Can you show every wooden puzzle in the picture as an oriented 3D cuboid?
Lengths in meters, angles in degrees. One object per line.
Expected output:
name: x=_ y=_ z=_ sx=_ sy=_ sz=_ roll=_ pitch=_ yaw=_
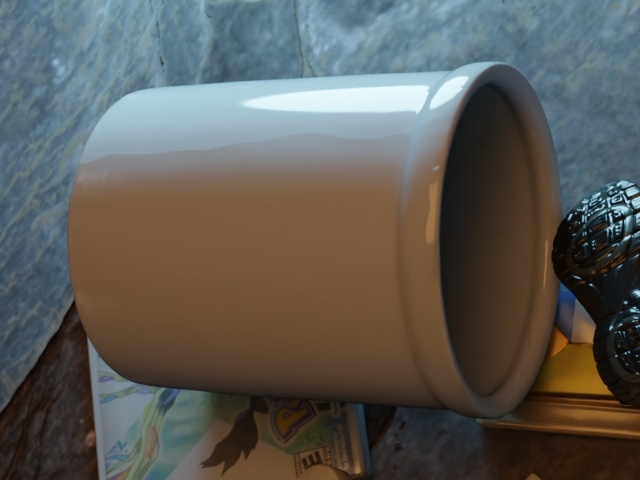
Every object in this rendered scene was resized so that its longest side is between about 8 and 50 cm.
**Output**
wooden puzzle: x=0.275 y=0.084 z=1.787 sx=0.239 sy=0.044 sz=0.221 roll=1 pitch=72 yaw=23

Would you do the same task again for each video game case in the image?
video game case: x=-0.109 y=0.130 z=1.932 sx=0.300 sy=0.036 sz=0.329 roll=-15 pitch=66 yaw=17

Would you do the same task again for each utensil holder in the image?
utensil holder: x=0.000 y=0.000 z=1.734 sx=0.386 sy=0.327 sz=0.327 roll=0 pitch=71 yaw=27

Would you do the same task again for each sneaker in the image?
sneaker: x=0.302 y=0.066 z=1.711 sx=0.109 sy=0.130 sz=0.286 roll=-27 pitch=44 yaw=22

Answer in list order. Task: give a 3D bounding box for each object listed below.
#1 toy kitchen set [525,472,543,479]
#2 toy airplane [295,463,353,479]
toy kitchen set: x=0.231 y=0.351 z=1.662 sx=0.207 sy=0.122 sz=0.166 roll=41 pitch=89 yaw=29
toy airplane: x=-0.123 y=0.407 z=1.698 sx=0.384 sy=0.272 sz=0.386 roll=-7 pitch=79 yaw=37
